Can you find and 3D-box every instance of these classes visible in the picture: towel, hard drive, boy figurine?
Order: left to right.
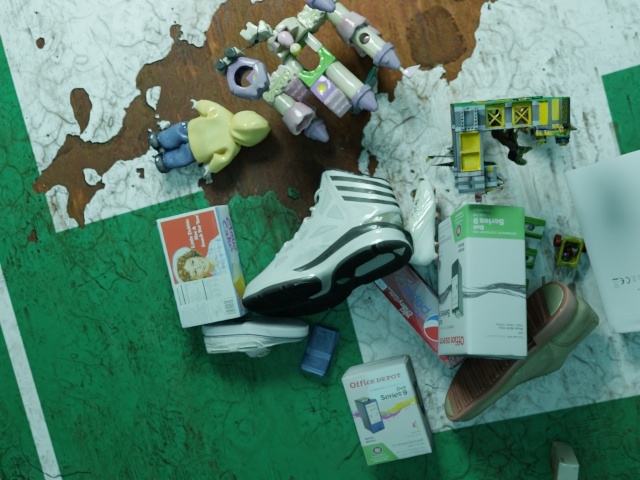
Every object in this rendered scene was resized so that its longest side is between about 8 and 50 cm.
[{"bbox_3d":[-0.253,-0.246,1.545,0.285,0.092,0.177,-15,92,12],"label":"boy figurine"},{"bbox_3d":[-0.002,0.258,1.572,0.067,0.029,0.119,19,100,9],"label":"towel"},{"bbox_3d":[0.646,0.000,1.326,0.233,0.047,0.353,-16,90,47],"label":"hard drive"}]

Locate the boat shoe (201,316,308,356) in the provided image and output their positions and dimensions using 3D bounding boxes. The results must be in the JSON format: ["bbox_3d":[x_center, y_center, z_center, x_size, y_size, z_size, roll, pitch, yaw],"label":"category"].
[{"bbox_3d":[-0.153,0.233,1.570,0.267,0.096,0.088,-3,99,13],"label":"boat shoe"}]

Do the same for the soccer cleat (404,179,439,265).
[{"bbox_3d":[0.215,-0.042,1.452,0.076,0.068,0.196,4,74,-8],"label":"soccer cleat"}]

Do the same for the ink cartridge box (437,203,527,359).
[{"bbox_3d":[0.318,0.090,1.335,0.121,0.211,0.289,3,79,-5],"label":"ink cartridge box"}]

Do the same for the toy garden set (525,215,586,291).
[{"bbox_3d":[0.453,0.075,1.449,0.203,0.049,0.244,14,98,10],"label":"toy garden set"}]

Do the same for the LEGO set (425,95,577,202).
[{"bbox_3d":[0.358,-0.179,1.318,0.255,0.331,0.192,-5,102,-1],"label":"LEGO set"}]

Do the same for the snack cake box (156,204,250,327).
[{"bbox_3d":[-0.274,0.061,1.580,0.152,0.089,0.264,-12,93,14],"label":"snack cake box"}]

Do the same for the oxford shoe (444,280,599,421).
[{"bbox_3d":[0.429,0.271,1.432,0.146,0.140,0.397,31,116,-20],"label":"oxford shoe"}]

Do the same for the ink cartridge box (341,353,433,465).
[{"bbox_3d":[0.154,0.383,1.520,0.154,0.093,0.212,-16,90,13],"label":"ink cartridge box"}]

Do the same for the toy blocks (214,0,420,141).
[{"bbox_3d":[0.011,-0.338,1.368,0.260,0.309,0.288,46,103,11],"label":"toy blocks"}]

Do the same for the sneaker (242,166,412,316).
[{"bbox_3d":[0.001,0.000,1.508,0.447,0.169,0.257,-27,52,32],"label":"sneaker"}]

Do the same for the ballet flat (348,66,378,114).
[{"bbox_3d":[0.104,-0.331,1.493,0.041,0.041,0.114,35,101,7],"label":"ballet flat"}]

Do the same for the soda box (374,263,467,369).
[{"bbox_3d":[0.232,0.156,1.480,0.083,0.092,0.263,-41,86,10],"label":"soda box"}]

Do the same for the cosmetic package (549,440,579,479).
[{"bbox_3d":[0.525,0.484,1.439,0.041,0.115,0.060,6,96,11],"label":"cosmetic package"}]
